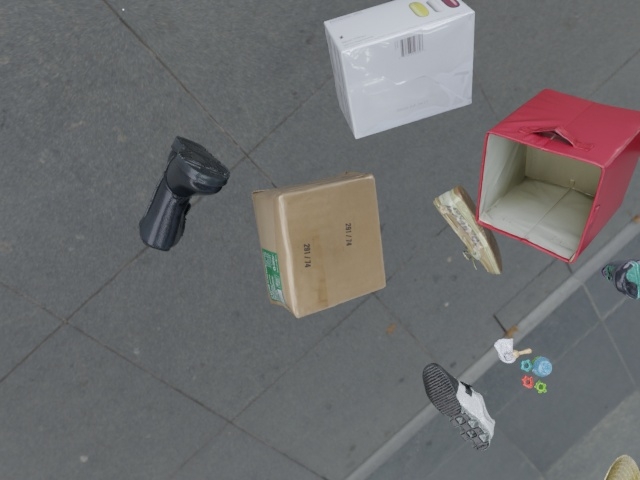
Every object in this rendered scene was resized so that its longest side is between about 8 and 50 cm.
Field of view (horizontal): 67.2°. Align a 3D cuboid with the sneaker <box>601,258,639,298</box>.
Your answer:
[{"bbox_3d":[0.688,0.086,1.105,0.223,0.098,0.083,-4,89,-43],"label":"sneaker"}]

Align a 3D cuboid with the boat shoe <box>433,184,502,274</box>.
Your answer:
[{"bbox_3d":[0.430,-0.021,1.383,0.089,0.104,0.285,-27,98,31],"label":"boat shoe"}]

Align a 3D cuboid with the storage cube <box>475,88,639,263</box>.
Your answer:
[{"bbox_3d":[0.399,-0.116,0.806,0.193,0.183,0.215,-36,138,-29],"label":"storage cube"}]

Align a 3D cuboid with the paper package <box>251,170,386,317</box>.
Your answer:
[{"bbox_3d":[0.000,0.000,1.297,0.309,0.168,0.325,-15,105,-27],"label":"paper package"}]

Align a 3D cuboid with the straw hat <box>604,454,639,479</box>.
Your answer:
[{"bbox_3d":[0.272,0.280,0.486,0.144,0.061,0.145,6,81,-41],"label":"straw hat"}]

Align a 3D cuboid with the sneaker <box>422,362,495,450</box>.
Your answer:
[{"bbox_3d":[0.491,0.558,1.705,0.146,0.331,0.122,-31,173,-47],"label":"sneaker"}]

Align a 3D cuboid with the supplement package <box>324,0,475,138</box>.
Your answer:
[{"bbox_3d":[0.163,-0.366,0.999,0.261,0.145,0.204,-18,137,-1],"label":"supplement package"}]

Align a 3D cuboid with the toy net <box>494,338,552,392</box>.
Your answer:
[{"bbox_3d":[0.672,0.413,1.624,0.232,0.045,0.122,29,83,-4],"label":"toy net"}]

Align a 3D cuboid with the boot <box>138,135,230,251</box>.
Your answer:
[{"bbox_3d":[-0.261,-0.068,0.897,0.094,0.246,0.207,17,105,-31],"label":"boot"}]
